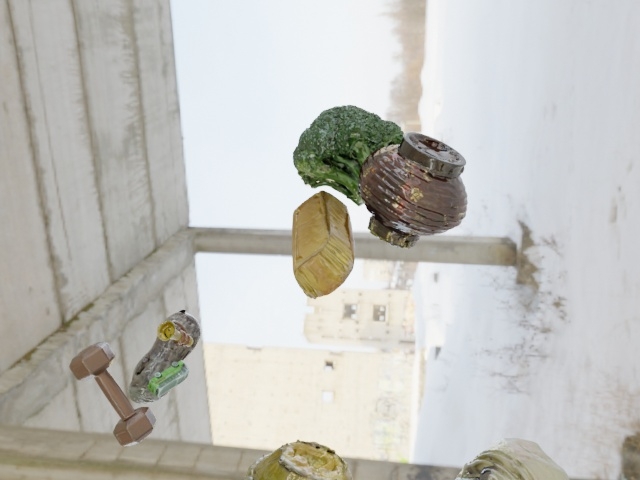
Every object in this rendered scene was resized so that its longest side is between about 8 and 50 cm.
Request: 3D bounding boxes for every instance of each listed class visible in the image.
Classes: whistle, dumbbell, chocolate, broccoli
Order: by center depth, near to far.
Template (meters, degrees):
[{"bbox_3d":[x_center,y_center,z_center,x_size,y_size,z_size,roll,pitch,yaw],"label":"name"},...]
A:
[{"bbox_3d":[-0.446,0.330,1.321,0.230,0.092,0.082,60,-153,-7],"label":"dumbbell"},{"bbox_3d":[-0.330,0.213,1.394,0.046,0.057,0.109,-56,-24,-8],"label":"whistle"},{"bbox_3d":[-0.378,0.288,1.501,0.248,0.110,0.110,-58,-17,-12],"label":"chocolate"},{"bbox_3d":[0.064,-0.211,1.515,0.245,0.294,0.265,51,-137,-2],"label":"broccoli"}]

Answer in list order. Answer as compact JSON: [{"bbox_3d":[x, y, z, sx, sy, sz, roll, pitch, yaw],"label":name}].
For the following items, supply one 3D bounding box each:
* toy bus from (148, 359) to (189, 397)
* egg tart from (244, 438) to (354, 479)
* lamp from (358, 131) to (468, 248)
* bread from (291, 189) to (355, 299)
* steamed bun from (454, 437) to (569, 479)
[{"bbox_3d":[-0.290,0.264,1.176,0.083,0.037,0.031,-29,-33,-49],"label":"toy bus"},{"bbox_3d":[-0.032,0.576,1.490,0.315,0.315,0.120,-31,-44,-79],"label":"egg tart"},{"bbox_3d":[0.192,-0.101,1.288,0.247,0.247,0.246,2,-90,-81],"label":"lamp"},{"bbox_3d":[0.000,0.000,1.487,0.119,0.153,0.288,44,-157,-28],"label":"bread"},{"bbox_3d":[0.388,0.575,1.306,0.275,0.206,0.320,-45,34,38],"label":"steamed bun"}]
